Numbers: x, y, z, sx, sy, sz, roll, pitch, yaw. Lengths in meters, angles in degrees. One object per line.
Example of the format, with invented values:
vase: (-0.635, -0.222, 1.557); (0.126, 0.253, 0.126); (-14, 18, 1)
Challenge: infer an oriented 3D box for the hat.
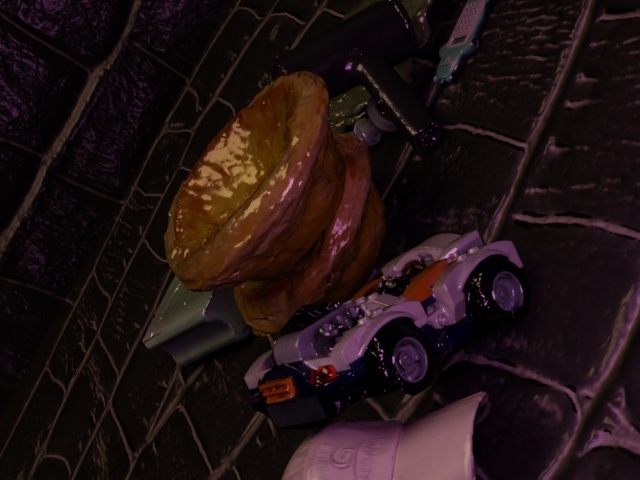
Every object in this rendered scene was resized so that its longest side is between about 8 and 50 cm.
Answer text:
hat: (0.057, 0.235, 1.345); (0.275, 0.161, 0.232); (-39, 32, 42)

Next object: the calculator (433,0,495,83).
calculator: (0.186, -0.265, 1.946); (0.141, 0.019, 0.094); (-65, 21, -11)

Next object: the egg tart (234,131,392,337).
egg tart: (0.000, 0.000, 1.905); (0.295, 0.116, 0.295); (-45, 28, 31)

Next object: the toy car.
toy car: (0.063, 0.086, 1.431); (0.301, 0.118, 0.193); (-26, 5, -40)

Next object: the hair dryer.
hair dryer: (0.073, -0.200, 1.932); (0.197, 0.089, 0.251); (-28, 47, -13)

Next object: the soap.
soap: (-0.168, 0.095, 2.258); (0.261, 0.094, 0.150); (-30, 37, 59)

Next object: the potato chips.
potato chips: (0.058, -0.307, 2.229); (0.389, 0.097, 0.373); (-43, 22, 31)

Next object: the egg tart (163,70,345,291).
egg tart: (-0.063, -0.056, 1.795); (0.319, 0.128, 0.319); (-45, 26, 29)

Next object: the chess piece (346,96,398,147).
chess piece: (0.068, -0.152, 2.056); (0.149, 0.059, 0.059); (-44, 24, 58)
